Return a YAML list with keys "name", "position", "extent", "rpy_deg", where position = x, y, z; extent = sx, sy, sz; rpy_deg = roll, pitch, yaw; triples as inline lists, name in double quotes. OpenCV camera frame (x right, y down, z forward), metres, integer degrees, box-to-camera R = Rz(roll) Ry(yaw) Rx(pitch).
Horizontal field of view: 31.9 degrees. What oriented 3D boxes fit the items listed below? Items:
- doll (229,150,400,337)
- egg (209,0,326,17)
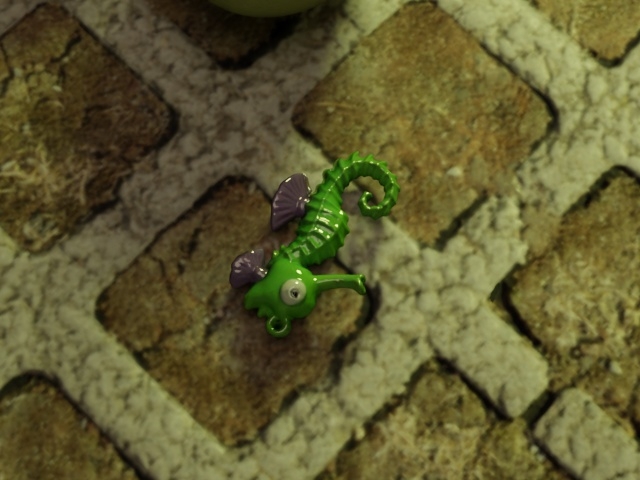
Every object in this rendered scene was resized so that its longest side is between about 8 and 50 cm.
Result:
- name: "doll"
  position: [0.000, 0.000, 0.984]
  extent: [0.115, 0.050, 0.190]
  rpy_deg: [26, 73, 11]
- name: "egg"
  position: [-0.030, -0.325, 0.990]
  extent: [0.219, 0.219, 0.269]
  rpy_deg: [29, 74, 7]
